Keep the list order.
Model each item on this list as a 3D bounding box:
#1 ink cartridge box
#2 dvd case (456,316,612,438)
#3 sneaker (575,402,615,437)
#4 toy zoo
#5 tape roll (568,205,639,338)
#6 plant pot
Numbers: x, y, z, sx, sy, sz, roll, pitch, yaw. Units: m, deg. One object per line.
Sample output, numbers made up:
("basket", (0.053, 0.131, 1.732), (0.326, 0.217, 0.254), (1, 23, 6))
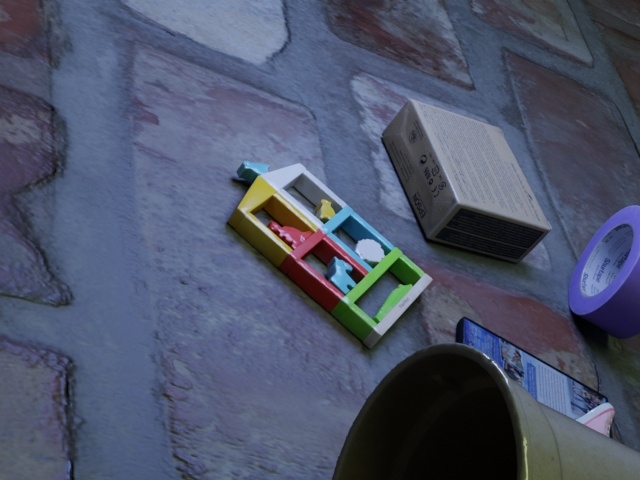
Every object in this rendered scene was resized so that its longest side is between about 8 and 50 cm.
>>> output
("ink cartridge box", (0.220, -0.091, 2.155), (0.193, 0.088, 0.234), (16, 38, -34))
("dvd case", (0.288, 0.219, 1.899), (0.253, 0.022, 0.180), (29, 32, -13))
("sneaker", (0.357, 0.261, 1.845), (0.134, 0.051, 0.070), (-17, 62, -49))
("toy zoo", (0.000, 0.000, 1.878), (0.293, 0.030, 0.192), (41, 32, 5))
("tape roll", (0.461, 0.047, 2.126), (0.080, 0.189, 0.189), (31, 33, -14))
("plant pot", (0.216, 0.303, 1.426), (0.305, 0.334, 0.334), (20, 37, -26))
